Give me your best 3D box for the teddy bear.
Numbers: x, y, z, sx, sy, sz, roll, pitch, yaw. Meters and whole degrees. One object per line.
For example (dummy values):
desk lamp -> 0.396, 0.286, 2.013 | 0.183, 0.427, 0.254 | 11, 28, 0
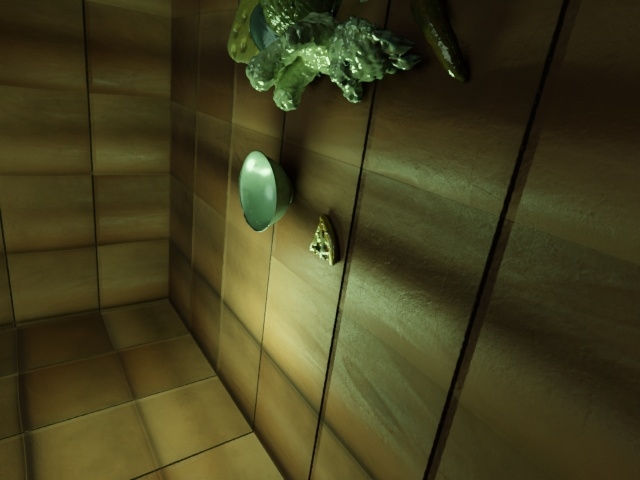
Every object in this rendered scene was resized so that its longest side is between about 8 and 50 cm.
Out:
teddy bear -> 0.027, -0.465, 1.156 | 0.375, 0.327, 0.362 | -43, 56, 15

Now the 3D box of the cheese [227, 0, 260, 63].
cheese -> -0.261, -0.836, 1.677 | 0.383, 0.104, 0.385 | 12, 105, 52

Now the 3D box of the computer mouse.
computer mouse -> -0.127, -0.689, 1.425 | 0.371, 0.121, 0.188 | 49, 114, 12

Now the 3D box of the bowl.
bowl -> -0.195, -0.196, 1.655 | 0.313, 0.146, 0.314 | 11, 103, 52

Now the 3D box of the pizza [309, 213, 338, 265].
pizza -> 0.000, 0.000, 1.506 | 0.176, 0.036, 0.185 | -6, 90, 55

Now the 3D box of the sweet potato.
sweet potato -> 0.284, -0.500, 0.995 | 0.075, 0.075, 0.274 | -38, 66, 50

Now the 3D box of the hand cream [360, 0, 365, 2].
hand cream -> 0.131, -0.824, 1.182 | 0.084, 0.050, 0.258 | 11, 108, 50

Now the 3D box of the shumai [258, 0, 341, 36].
shumai -> -0.044, -0.811, 1.269 | 0.330, 0.291, 0.289 | 118, 163, -50
